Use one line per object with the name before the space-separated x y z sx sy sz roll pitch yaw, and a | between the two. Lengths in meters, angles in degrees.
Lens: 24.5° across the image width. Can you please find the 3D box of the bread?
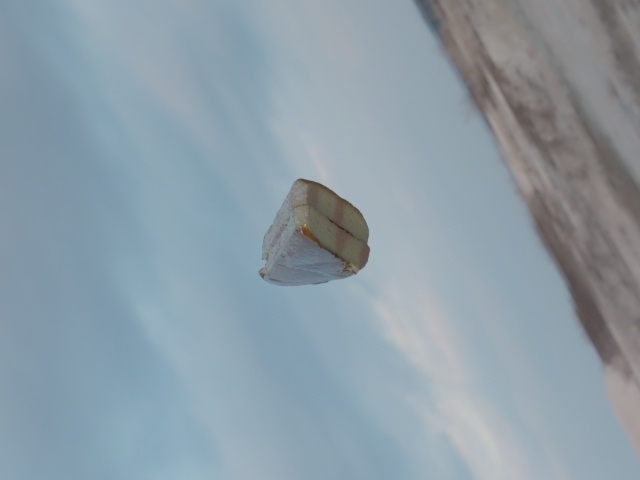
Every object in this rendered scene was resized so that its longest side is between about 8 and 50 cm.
bread | 0.000 0.000 0.902 0.109 0.062 0.043 131 147 -66
